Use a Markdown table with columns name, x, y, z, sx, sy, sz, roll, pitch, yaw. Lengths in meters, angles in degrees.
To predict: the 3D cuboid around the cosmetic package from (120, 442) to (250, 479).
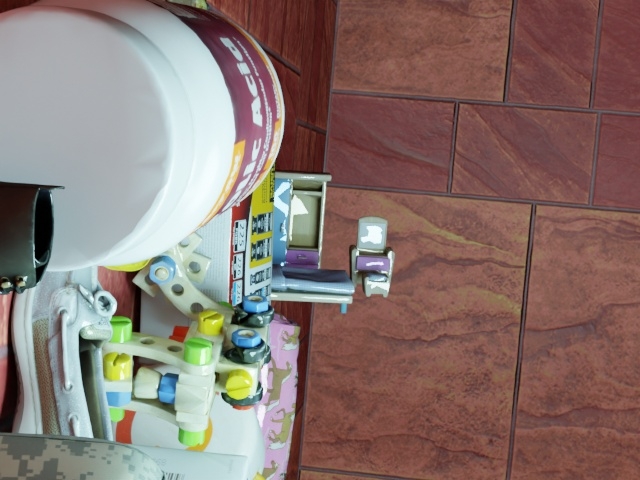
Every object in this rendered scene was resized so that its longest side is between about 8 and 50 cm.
| name | x | y | z | sx | sy | sz | roll | pitch | yaw |
| --- | --- | --- | --- | --- | --- | --- | --- | --- | --- |
| cosmetic package | -0.187 | 0.415 | 1.273 | 0.156 | 0.217 | 0.385 | -77 | 168 | -52 |

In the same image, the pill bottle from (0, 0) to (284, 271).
| name | x | y | z | sx | sy | sz | roll | pitch | yaw |
| --- | --- | --- | --- | --- | --- | --- | --- | --- | --- |
| pill bottle | -0.167 | -0.101 | 0.961 | 0.392 | 0.224 | 0.224 | -54 | 148 | -78 |

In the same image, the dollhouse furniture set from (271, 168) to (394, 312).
| name | x | y | z | sx | sy | sz | roll | pitch | yaw |
| --- | --- | --- | --- | --- | --- | --- | --- | --- | --- |
| dollhouse furniture set | 0.000 | 0.000 | 1.845 | 0.303 | 0.286 | 0.198 | -112 | -154 | -79 |

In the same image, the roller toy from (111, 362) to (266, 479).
| name | x | y | z | sx | sy | sz | roll | pitch | yaw |
| --- | --- | --- | --- | --- | --- | --- | --- | --- | --- |
| roller toy | -0.165 | 0.258 | 1.388 | 0.146 | 0.209 | 0.191 | 83 | 8 | -63 |

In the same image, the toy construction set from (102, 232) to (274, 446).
| name | x | y | z | sx | sy | sz | roll | pitch | yaw |
| --- | --- | --- | --- | --- | --- | --- | --- | --- | --- |
| toy construction set | -0.166 | 0.114 | 1.284 | 0.327 | 0.215 | 0.151 | -83 | 178 | -56 |

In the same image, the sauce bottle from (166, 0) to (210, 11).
| name | x | y | z | sx | sy | sz | roll | pitch | yaw |
| --- | --- | --- | --- | --- | --- | --- | --- | --- | --- |
| sauce bottle | -0.176 | -0.322 | 1.517 | 0.128 | 0.042 | 0.042 | -43 | 137 | -78 |

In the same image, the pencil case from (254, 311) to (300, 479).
| name | x | y | z | sx | sy | sz | roll | pitch | yaw |
| --- | --- | --- | --- | --- | --- | --- | --- | --- | --- |
| pencil case | -0.133 | 0.304 | 1.836 | 0.167 | 0.160 | 0.386 | 5 | -91 | 64 |

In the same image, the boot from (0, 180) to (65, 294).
| name | x | y | z | sx | sy | sz | roll | pitch | yaw |
| --- | --- | --- | --- | --- | --- | --- | --- | --- | --- |
| boot | -0.249 | 0.047 | 0.742 | 0.077 | 0.137 | 0.198 | -28 | 124 | -82 |

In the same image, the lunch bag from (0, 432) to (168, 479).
| name | x | y | z | sx | sy | sz | roll | pitch | yaw |
| --- | --- | --- | --- | --- | --- | --- | --- | --- | --- |
| lunch bag | -0.221 | 0.324 | 0.856 | 0.305 | 0.212 | 0.256 | 90 | 2 | -49 |

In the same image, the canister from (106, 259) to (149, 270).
| name | x | y | z | sx | sy | sz | roll | pitch | yaw |
| --- | --- | --- | --- | --- | --- | --- | --- | --- | --- |
| canister | -0.211 | -0.059 | 1.290 | 0.170 | 0.073 | 0.126 | -76 | 170 | -62 |

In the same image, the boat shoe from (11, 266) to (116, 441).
| name | x | y | z | sx | sy | sz | roll | pitch | yaw |
| --- | --- | --- | --- | --- | --- | --- | --- | --- | --- |
| boat shoe | -0.232 | 0.128 | 1.059 | 0.118 | 0.103 | 0.320 | 76 | 12 | -71 |

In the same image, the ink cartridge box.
| name | x | y | z | sx | sy | sz | roll | pitch | yaw |
| --- | --- | --- | --- | --- | --- | --- | --- | --- | --- |
| ink cartridge box | -0.141 | 0.003 | 1.544 | 0.272 | 0.130 | 0.309 | -19 | 112 | -76 |
